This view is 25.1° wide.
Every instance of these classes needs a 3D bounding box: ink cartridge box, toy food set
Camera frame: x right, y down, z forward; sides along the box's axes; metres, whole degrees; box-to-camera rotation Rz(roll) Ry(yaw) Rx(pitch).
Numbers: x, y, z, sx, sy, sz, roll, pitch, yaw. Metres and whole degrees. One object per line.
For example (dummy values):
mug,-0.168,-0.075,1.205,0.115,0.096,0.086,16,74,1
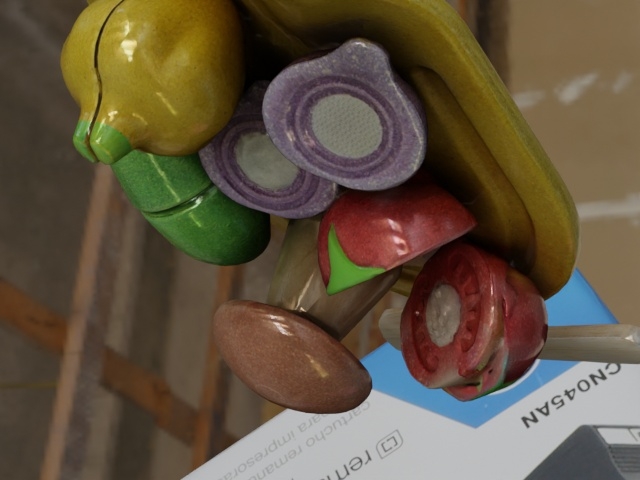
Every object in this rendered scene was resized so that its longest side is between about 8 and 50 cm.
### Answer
ink cartridge box,0.112,0.230,0.713,0.166,0.285,0.395,52,-175,-42
toy food set,0.000,0.000,0.403,0.218,0.128,0.071,50,-121,-37
